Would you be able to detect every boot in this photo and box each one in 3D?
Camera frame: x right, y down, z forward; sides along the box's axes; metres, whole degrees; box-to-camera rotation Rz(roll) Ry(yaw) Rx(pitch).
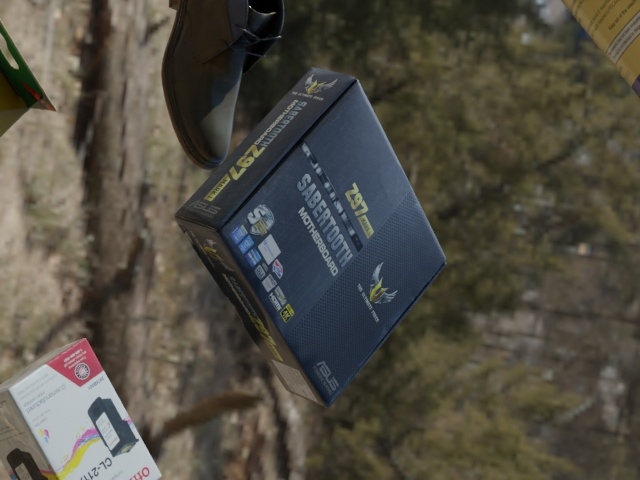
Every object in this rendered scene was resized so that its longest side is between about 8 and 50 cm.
[{"bbox_3d":[-0.091,-0.182,1.440,0.082,0.106,0.219,5,77,-42],"label":"boot"}]

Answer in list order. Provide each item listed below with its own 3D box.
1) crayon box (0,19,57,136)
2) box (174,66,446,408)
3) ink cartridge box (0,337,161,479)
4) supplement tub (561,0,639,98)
[{"bbox_3d":[-0.452,-0.200,1.638,0.081,0.318,0.202,-51,128,-32],"label":"crayon box"},{"bbox_3d":[0.000,0.000,1.271,0.183,0.059,0.233,-49,134,-23],"label":"box"},{"bbox_3d":[-0.263,0.211,1.582,0.127,0.072,0.175,-37,101,-50],"label":"ink cartridge box"},{"bbox_3d":[0.238,-0.269,1.040,0.241,0.331,0.241,-36,172,-6],"label":"supplement tub"}]
